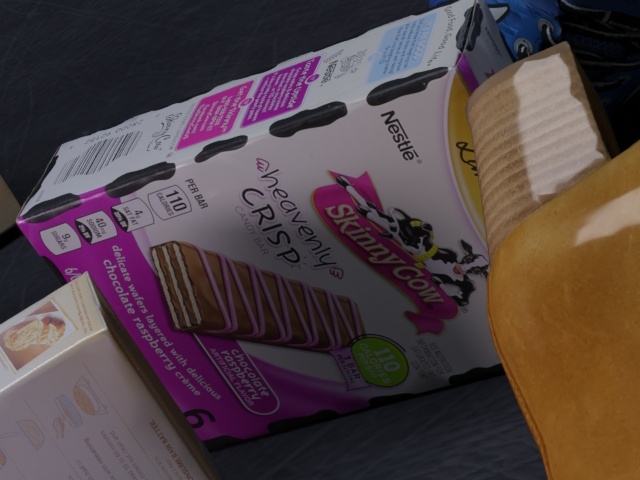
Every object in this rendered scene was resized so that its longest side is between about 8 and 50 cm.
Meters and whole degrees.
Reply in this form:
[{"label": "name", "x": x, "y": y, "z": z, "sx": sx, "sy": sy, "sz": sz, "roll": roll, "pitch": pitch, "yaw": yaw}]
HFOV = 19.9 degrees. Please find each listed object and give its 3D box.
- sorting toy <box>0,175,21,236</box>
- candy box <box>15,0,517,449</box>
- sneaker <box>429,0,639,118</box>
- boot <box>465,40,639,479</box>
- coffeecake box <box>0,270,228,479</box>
[{"label": "sorting toy", "x": -0.384, "y": -0.050, "z": 1.282, "sx": 0.257, "sy": 0.255, "sz": 0.089, "roll": -33, "pitch": 1, "yaw": -10}, {"label": "candy box", "x": 0.000, "y": 0.000, "z": 0.850, "sx": 0.233, "sy": 0.159, "sz": 0.071, "roll": -19, "pitch": 30, "yaw": 26}, {"label": "sneaker", "x": 0.125, "y": -0.090, "z": 0.888, "sx": 0.147, "sy": 0.130, "sz": 0.330, "roll": -68, "pitch": 11, "yaw": -11}, {"label": "boot", "x": 0.198, "y": -0.012, "z": 0.655, "sx": 0.295, "sy": 0.104, "sz": 0.211, "roll": -26, "pitch": 60, "yaw": 19}, {"label": "coffeecake box", "x": -0.139, "y": 0.127, "z": 0.790, "sx": 0.185, "sy": 0.142, "sz": 0.068, "roll": -32, "pitch": 25, "yaw": -2}]
